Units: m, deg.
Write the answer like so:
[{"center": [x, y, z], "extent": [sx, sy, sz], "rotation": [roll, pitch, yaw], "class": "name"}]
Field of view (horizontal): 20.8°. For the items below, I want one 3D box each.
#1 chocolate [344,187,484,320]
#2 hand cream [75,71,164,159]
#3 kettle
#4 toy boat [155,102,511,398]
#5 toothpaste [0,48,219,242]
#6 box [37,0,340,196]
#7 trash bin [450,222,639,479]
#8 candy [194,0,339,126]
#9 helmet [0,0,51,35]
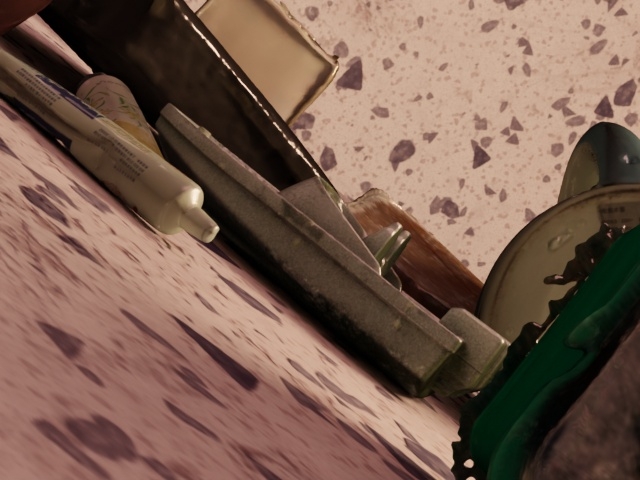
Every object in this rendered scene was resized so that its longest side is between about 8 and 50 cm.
[{"center": [0.065, 0.037, 1.579], "extent": [0.157, 0.080, 0.254], "rotation": [46, 12, 6], "class": "chocolate"}, {"center": [-0.138, -0.072, 1.225], "extent": [0.067, 0.042, 0.194], "rotation": [38, 8, -32], "class": "hand cream"}, {"center": [0.249, 0.055, 1.510], "extent": [0.247, 0.319, 0.342], "rotation": [5, -4, 1], "class": "kettle"}, {"center": [0.000, 0.000, 1.285], "extent": [0.319, 0.092, 0.141], "rotation": [39, 2, 12], "class": "toy boat"}, {"center": [-0.149, -0.067, 1.108], "extent": [0.233, 0.038, 0.060], "rotation": [37, -1, 25], "class": "toothpaste"}, {"center": [-0.160, -0.169, 1.550], "extent": [0.359, 0.091, 0.350], "rotation": [41, -5, 42], "class": "box"}, {"center": [0.206, 0.110, 0.832], "extent": [0.259, 0.295, 0.381], "rotation": [39, -7, 0], "class": "trash bin"}, {"center": [-0.094, -0.190, 1.925], "extent": [0.185, 0.195, 0.137], "rotation": [42, 5, -9], "class": "candy"}, {"center": [-0.255, -0.249, 1.243], "extent": [0.189, 0.193, 0.216], "rotation": [36, 47, -28], "class": "helmet"}]
